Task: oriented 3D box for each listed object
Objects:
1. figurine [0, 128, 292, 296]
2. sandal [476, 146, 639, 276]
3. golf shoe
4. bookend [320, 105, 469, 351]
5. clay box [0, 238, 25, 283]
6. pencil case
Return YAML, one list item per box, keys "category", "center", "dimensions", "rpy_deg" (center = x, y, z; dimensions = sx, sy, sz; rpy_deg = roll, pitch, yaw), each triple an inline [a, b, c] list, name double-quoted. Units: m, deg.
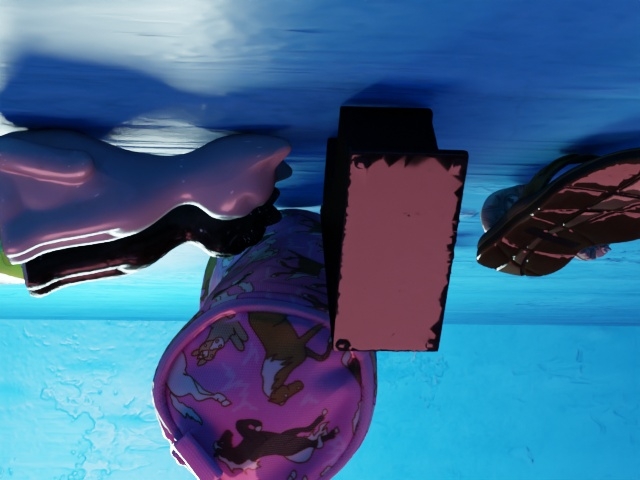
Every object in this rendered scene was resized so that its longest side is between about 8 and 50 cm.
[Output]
- category: "figurine"
  center: [-0.124, -0.029, 0.917]
  dimensions: [0.209, 0.092, 0.215]
  rpy_deg: [-7, 169, -8]
- category: "sandal"
  center: [0.196, -0.029, 0.945]
  dimensions: [0.090, 0.060, 0.219]
  rpy_deg: [19, 154, -17]
- category: "golf shoe"
  center: [0.184, -0.010, 1.104]
  dimensions: [0.086, 0.069, 0.176]
  rpy_deg: [1, 174, 44]
- category: "bookend"
  center: [0.043, -0.034, 0.825]
  dimensions: [0.072, 0.156, 0.157]
  rpy_deg: [1, -144, -5]
- category: "clay box"
  center: [-0.409, 0.021, 1.372]
  dimensions: [0.222, 0.053, 0.127]
  rpy_deg: [0, 173, 9]
- category: "pencil case"
  center: [-0.037, 0.078, 1.022]
  dimensions: [0.160, 0.167, 0.386]
  rpy_deg: [13, -170, -2]
